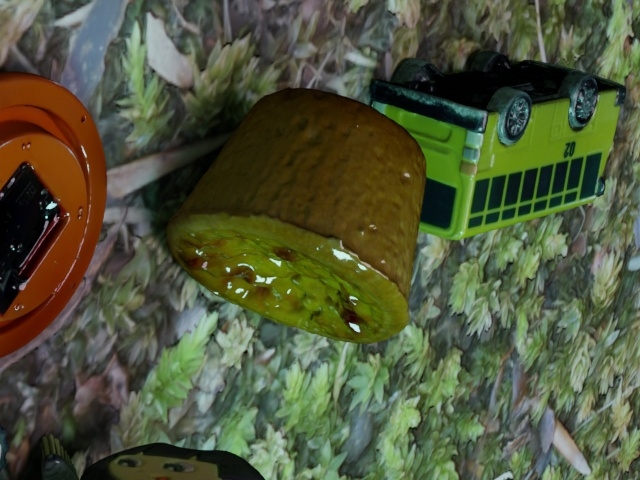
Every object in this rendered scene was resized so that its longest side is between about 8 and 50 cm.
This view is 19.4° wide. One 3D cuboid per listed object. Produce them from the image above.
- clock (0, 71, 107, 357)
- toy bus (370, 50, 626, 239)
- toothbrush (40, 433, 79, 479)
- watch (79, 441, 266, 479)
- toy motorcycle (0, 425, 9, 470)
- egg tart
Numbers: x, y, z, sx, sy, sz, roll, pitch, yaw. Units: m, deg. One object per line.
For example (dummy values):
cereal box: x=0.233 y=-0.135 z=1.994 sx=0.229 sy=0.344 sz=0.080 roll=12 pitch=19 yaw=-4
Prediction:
clock: x=-0.219 y=-0.014 z=1.269 sx=0.205 sy=0.051 sz=0.205 roll=-30 pitch=129 yaw=-46
toy bus: x=0.161 y=-0.089 z=1.718 sx=0.262 sy=0.128 sz=0.150 roll=-13 pitch=117 yaw=-51
toothbrush: x=-0.165 y=0.289 z=1.518 sx=0.028 sy=0.037 sz=0.375 roll=-18 pitch=132 yaw=-3
watch: x=-0.118 y=0.291 z=1.367 sx=0.244 sy=0.196 sz=0.231 roll=-94 pitch=-179 yaw=-67
toy motorcycle: x=-0.296 y=0.130 z=1.207 sx=0.213 sy=0.082 sz=0.122 roll=43 pitch=66 yaw=-42
egg tart: x=-0.005 y=-0.026 z=1.458 sx=0.202 sy=0.202 sz=0.147 roll=51 pitch=55 yaw=-53
